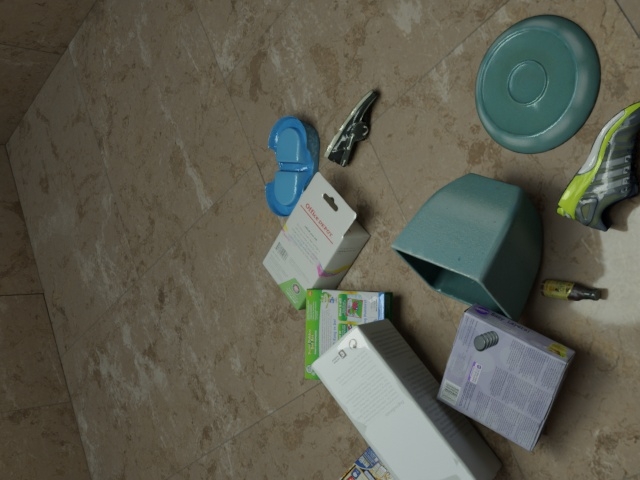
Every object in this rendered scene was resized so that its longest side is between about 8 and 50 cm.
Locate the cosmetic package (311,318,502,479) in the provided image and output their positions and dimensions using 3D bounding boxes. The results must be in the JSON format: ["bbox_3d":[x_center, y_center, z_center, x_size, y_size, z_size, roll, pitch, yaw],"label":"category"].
[{"bbox_3d":[0.206,0.413,1.822,0.161,0.230,0.453,-44,72,17],"label":"cosmetic package"}]

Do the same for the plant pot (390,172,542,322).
[{"bbox_3d":[0.361,-0.001,1.739,0.248,0.247,0.252,23,77,41],"label":"plant pot"}]

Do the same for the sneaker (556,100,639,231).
[{"bbox_3d":[0.617,-0.152,1.596,0.121,0.111,0.300,39,122,27],"label":"sneaker"}]

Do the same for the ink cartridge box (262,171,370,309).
[{"bbox_3d":[0.000,0.000,2.186,0.207,0.119,0.353,51,124,30],"label":"ink cartridge box"}]

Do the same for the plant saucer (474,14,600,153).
[{"bbox_3d":[0.478,-0.357,1.762,0.318,0.044,0.317,0,91,44],"label":"plant saucer"}]

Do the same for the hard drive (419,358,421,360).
[{"bbox_3d":[0.174,0.414,2.059,0.172,0.054,0.254,19,104,43],"label":"hard drive"}]

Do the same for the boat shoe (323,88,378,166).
[{"bbox_3d":[0.098,-0.311,2.134,0.079,0.084,0.233,32,110,-1],"label":"boat shoe"}]

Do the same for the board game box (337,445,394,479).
[{"bbox_3d":[0.120,0.672,2.068,0.193,0.045,0.147,-48,54,4],"label":"board game box"}]

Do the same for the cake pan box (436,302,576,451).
[{"bbox_3d":[0.403,0.306,1.713,0.246,0.070,0.266,26,121,28],"label":"cake pan box"}]

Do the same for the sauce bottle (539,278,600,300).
[{"bbox_3d":[0.548,0.111,1.696,0.128,0.042,0.042,4,93,43],"label":"sauce bottle"}]

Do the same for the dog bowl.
[{"bbox_3d":[-0.079,-0.218,2.297,0.166,0.074,0.297,8,96,45],"label":"dog bowl"}]

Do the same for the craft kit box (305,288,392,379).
[{"bbox_3d":[0.073,0.256,2.056,0.247,0.061,0.249,1,89,31],"label":"craft kit box"}]
